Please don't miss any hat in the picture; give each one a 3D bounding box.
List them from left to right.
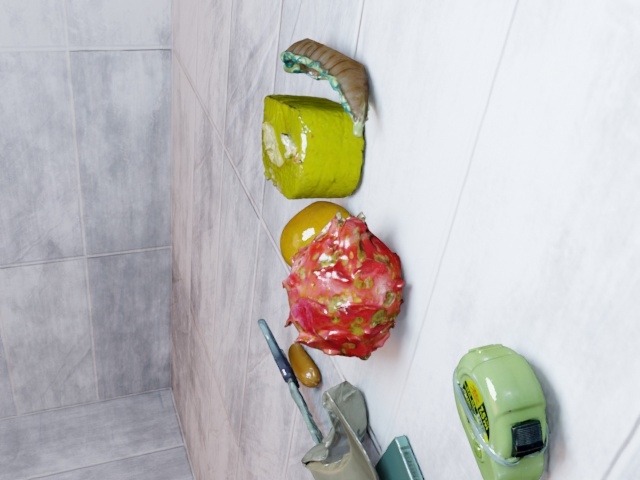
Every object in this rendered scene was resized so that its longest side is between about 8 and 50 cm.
[{"bbox_3d":[0.067,0.401,1.354,0.244,0.149,0.214,41,131,31],"label":"hat"}]

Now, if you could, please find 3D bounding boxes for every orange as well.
[{"bbox_3d":[0.000,0.000,1.328,0.134,0.154,0.155,45,148,11],"label":"orange"}]

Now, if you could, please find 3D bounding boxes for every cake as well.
[{"bbox_3d":[-0.028,-0.178,1.344,0.260,0.156,0.179,-138,51,-62],"label":"cake"}]

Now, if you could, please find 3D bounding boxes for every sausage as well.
[{"bbox_3d":[-0.043,0.290,1.656,0.183,0.054,0.062,-132,46,-61],"label":"sausage"}]

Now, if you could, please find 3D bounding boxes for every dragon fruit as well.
[{"bbox_3d":[0.041,0.069,1.178,0.205,0.210,0.268,13,118,22],"label":"dragon fruit"}]

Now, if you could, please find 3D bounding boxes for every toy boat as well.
[{"bbox_3d":[0.024,-0.283,1.239,0.099,0.108,0.293,-55,42,14],"label":"toy boat"}]

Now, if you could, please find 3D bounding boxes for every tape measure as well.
[{"bbox_3d":[0.226,0.208,0.884,0.154,0.087,0.177,92,162,-54],"label":"tape measure"}]

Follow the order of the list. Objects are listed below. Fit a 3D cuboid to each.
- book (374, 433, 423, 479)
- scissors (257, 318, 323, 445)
[{"bbox_3d":[0.168,0.563,1.226,0.264,0.031,0.379,111,146,-50],"label":"book"},{"bbox_3d":[-0.045,0.377,1.643,0.383,0.029,0.256,60,174,32],"label":"scissors"}]
